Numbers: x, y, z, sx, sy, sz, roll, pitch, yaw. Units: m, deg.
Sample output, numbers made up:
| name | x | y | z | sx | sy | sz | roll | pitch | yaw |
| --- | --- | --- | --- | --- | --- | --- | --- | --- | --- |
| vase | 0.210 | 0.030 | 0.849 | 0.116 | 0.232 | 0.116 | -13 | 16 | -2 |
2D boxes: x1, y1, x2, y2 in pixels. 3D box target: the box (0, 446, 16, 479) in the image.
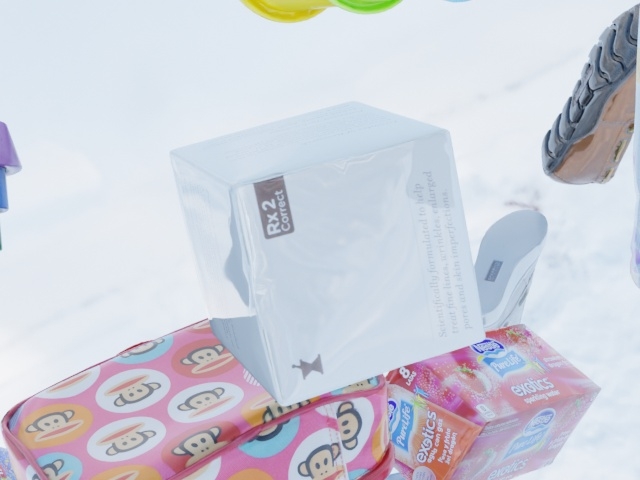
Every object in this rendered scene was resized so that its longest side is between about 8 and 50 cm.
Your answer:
| name | x | y | z | sx | sy | sz | roll | pitch | yaw |
| --- | --- | --- | --- | --- | --- | --- | --- | --- | --- |
| box | -0.307 | 0.415 | 1.350 | 0.279 | 0.177 | 0.290 | -47 | 47 | 11 |

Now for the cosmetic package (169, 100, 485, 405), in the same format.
| name | x | y | z | sx | sy | sz | roll | pitch | yaw |
| --- | --- | --- | --- | --- | --- | --- | --- | --- | --- |
| cosmetic package | 0.000 | 0.000 | 0.941 | 0.183 | 0.151 | 0.151 | -148 | 43 | -67 |

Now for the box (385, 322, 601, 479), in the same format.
| name | x | y | z | sx | sy | sz | roll | pitch | yaw |
| --- | --- | --- | --- | --- | --- | --- | --- | --- | --- |
| box | 0.178 | 0.185 | 1.498 | 0.128 | 0.257 | 0.123 | 42 | 117 | 29 |

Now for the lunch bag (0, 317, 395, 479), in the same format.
| name | x | y | z | sx | sy | sz | roll | pitch | yaw |
| --- | --- | --- | --- | --- | --- | --- | --- | --- | --- |
| lunch bag | -0.111 | 0.155 | 1.131 | 0.258 | 0.293 | 0.120 | 32 | 137 | 53 |

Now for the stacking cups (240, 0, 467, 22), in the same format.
| name | x | y | z | sx | sy | sz | roll | pitch | yaw |
| --- | --- | --- | --- | --- | --- | --- | --- | --- | --- |
| stacking cups | 0.083 | -0.152 | 0.589 | 0.316 | 0.096 | 0.096 | 4 | 75 | 49 |

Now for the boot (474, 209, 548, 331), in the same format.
| name | x | y | z | sx | sy | sz | roll | pitch | yaw |
| --- | --- | --- | --- | --- | --- | --- | --- | --- | --- |
| boot | 0.281 | 0.073 | 2.105 | 0.095 | 0.123 | 0.258 | 16 | 49 | 27 |

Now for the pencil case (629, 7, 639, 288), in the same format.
| name | x | y | z | sx | sy | sz | roll | pitch | yaw |
| --- | --- | --- | --- | --- | --- | --- | --- | --- | --- |
| pencil case | 0.232 | -0.094 | 0.720 | 0.124 | 0.113 | 0.273 | 8 | 106 | 24 |

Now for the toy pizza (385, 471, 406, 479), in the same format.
| name | x | y | z | sx | sy | sz | roll | pitch | yaw |
| --- | --- | --- | --- | --- | --- | --- | --- | --- | --- |
| toy pizza | 0.087 | 0.422 | 2.066 | 0.201 | 0.032 | 0.201 | -27 | 15 | 8 |

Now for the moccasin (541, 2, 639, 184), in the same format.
| name | x | y | z | sx | sy | sz | roll | pitch | yaw |
| --- | --- | --- | --- | --- | --- | --- | --- | --- | --- |
| moccasin | 0.465 | -0.213 | 2.038 | 0.380 | 0.147 | 0.139 | 112 | 165 | -44 |

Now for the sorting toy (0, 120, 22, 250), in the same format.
| name | x | y | z | sx | sy | sz | roll | pitch | yaw |
| --- | --- | --- | --- | --- | --- | --- | --- | --- | --- |
| sorting toy | -0.388 | -0.002 | 0.948 | 0.365 | 0.127 | 0.126 | -6 | 84 | -2 |
